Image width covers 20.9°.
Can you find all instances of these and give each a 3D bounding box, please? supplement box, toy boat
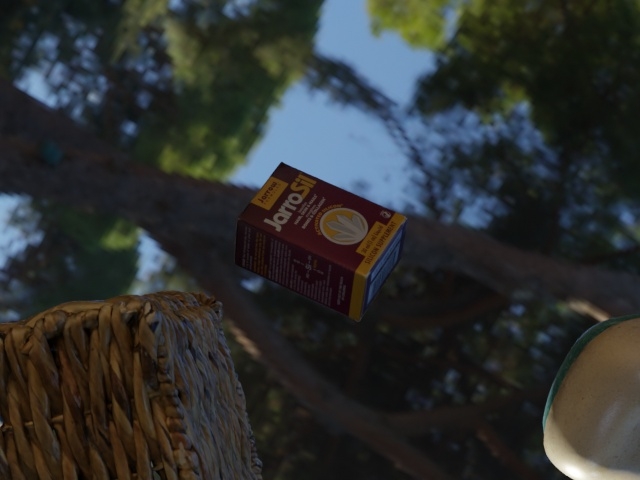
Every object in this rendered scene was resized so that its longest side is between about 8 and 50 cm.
[{"bbox_3d":[0.000,0.000,0.987,0.055,0.083,0.043,-56,162,-37],"label":"supplement box"},{"bbox_3d":[0.339,0.082,1.541,0.148,0.267,0.318,53,-54,51],"label":"toy boat"}]

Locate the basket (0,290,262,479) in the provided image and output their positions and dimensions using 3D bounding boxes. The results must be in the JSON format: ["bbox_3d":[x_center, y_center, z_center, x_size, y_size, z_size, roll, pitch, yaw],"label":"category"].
[{"bbox_3d":[-0.146,0.194,1.082,0.213,0.299,0.223,-15,178,6],"label":"basket"}]

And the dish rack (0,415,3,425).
[{"bbox_3d":[-0.202,-0.004,0.456,0.208,0.271,0.074,2,-116,9],"label":"dish rack"}]
